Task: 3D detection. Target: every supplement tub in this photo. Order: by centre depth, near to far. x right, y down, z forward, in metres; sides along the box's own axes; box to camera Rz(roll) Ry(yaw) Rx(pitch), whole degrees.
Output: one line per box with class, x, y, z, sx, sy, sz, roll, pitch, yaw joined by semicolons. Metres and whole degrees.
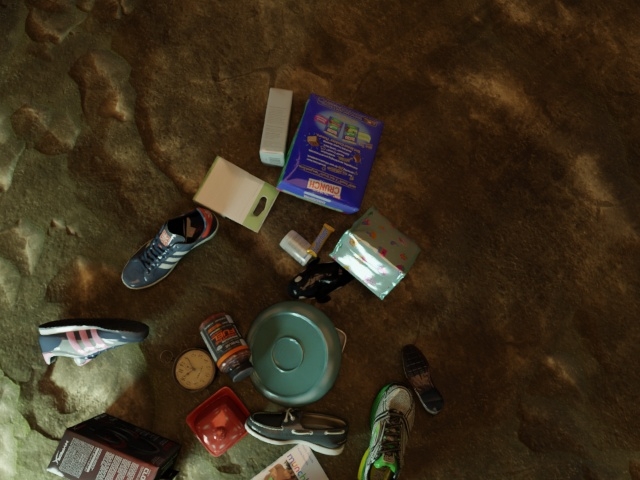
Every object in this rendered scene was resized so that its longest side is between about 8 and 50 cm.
supplement tub;-0.275;0.317;1.263;0.106;0.106;0.198;-35;65;-9
supplement tub;-0.071;0.024;1.372;0.107;0.071;0.071;41;80;5

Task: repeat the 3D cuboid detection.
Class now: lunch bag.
lunch bag;0.188;0.021;1.331;0.223;0.160;0.262;39;37;7

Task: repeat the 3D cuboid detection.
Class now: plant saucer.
plant saucer;-0.094;0.340;1.273;0.317;0.043;0.318;-2;82;15

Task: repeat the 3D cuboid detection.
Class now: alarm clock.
alarm clock;-0.396;0.383;1.289;0.191;0.064;0.130;24;79;-1

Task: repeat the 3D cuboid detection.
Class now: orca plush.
orca plush;0.044;0.133;1.324;0.287;0.102;0.151;1;97;-17

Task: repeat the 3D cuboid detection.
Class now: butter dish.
butter dish;-0.289;0.540;1.226;0.160;0.118;0.160;-37;95;-9

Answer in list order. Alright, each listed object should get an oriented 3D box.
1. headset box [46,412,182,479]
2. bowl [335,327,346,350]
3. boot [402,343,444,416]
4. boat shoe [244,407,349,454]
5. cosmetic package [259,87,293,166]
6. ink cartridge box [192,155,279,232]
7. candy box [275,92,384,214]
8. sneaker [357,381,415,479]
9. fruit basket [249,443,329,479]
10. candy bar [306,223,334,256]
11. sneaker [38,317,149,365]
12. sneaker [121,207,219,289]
headset box;-0.533;0.597;1.162;0.293;0.218;0.110;21;79;3
bowl;-0.002;0.328;1.323;0.141;0.053;0.142;23;79;2
boot;0.308;0.436;1.312;0.082;0.106;0.219;-17;52;-2
boat shoe;-0.066;0.537;1.243;0.302;0.114;0.091;14;102;-11
cosmetic package;-0.145;-0.378;1.427;0.085;0.117;0.231;6;77;-2
ink cartridge box;-0.277;-0.149;1.408;0.235;0.056;0.171;28;79;-10
candy box;0.032;-0.276;1.393;0.268;0.122;0.317;20;78;-10
sneaker;0.207;0.588;1.233;0.134;0.146;0.344;14;78;1
fruit basket;-0.102;0.805;1.170;0.353;0.165;0.327;-31;81;-11
candy bar;0.000;0.000;1.370;0.040;0.018;0.161;32;43;2
sneaker;-0.677;0.309;1.284;0.318;0.112;0.131;1;95;0
sneaker;-0.481;0.013;1.317;0.350;0.148;0.131;-42;83;-9
